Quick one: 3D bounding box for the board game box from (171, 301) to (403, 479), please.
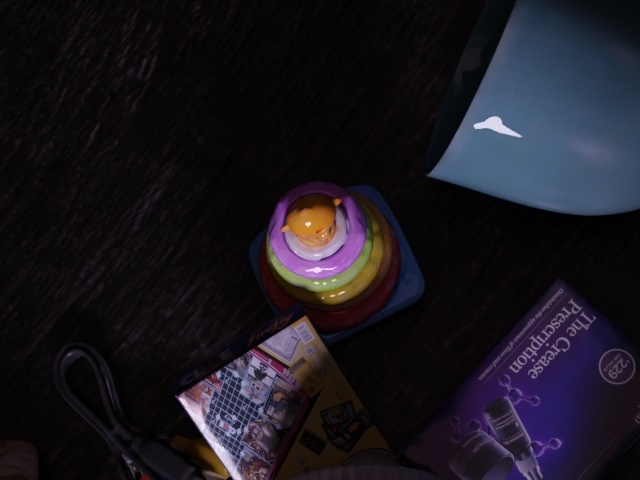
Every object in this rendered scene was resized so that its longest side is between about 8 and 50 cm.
[{"bbox_3d":[-0.029,0.209,1.846,0.165,0.042,0.243,-32,112,-2],"label":"board game box"}]

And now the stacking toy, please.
[{"bbox_3d":[0.000,0.000,1.827,0.175,0.302,0.166,-27,75,1],"label":"stacking toy"}]

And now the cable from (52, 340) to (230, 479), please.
[{"bbox_3d":[-0.207,0.237,1.936,0.287,0.072,0.139,36,91,25],"label":"cable"}]

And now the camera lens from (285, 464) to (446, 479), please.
[{"bbox_3d":[0.047,0.389,1.722,0.219,0.219,0.274,-5,63,6],"label":"camera lens"}]

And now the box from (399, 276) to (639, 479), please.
[{"bbox_3d":[0.241,0.200,1.858,0.184,0.103,0.261,41,84,11],"label":"box"}]

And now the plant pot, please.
[{"bbox_3d":[0.277,-0.160,1.854,0.235,0.293,0.293,23,80,-4],"label":"plant pot"}]

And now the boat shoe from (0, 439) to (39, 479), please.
[{"bbox_3d":[-0.464,0.293,1.925,0.302,0.109,0.098,-14,36,4],"label":"boat shoe"}]
